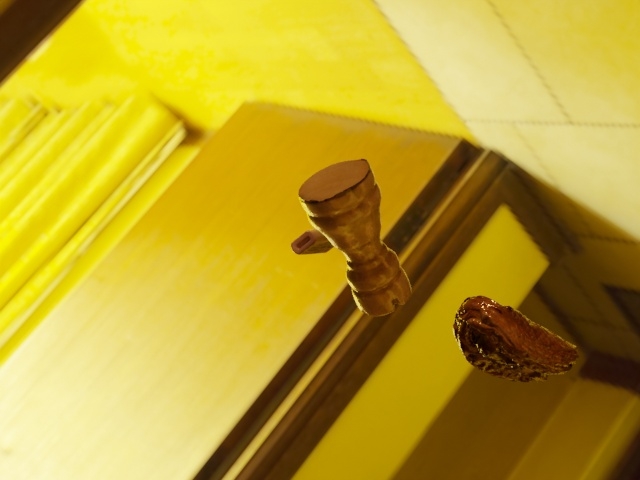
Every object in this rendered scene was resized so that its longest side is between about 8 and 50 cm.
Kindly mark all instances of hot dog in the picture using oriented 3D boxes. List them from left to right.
[{"bbox_3d":[0.322,0.173,1.925,0.227,0.099,0.160,23,160,-19],"label":"hot dog"}]

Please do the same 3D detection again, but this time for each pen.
[{"bbox_3d":[0.000,0.000,1.795,0.032,0.053,0.197,53,-165,7],"label":"pen"}]

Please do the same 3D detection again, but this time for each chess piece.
[{"bbox_3d":[0.032,0.002,0.942,0.066,0.066,0.122,14,133,53],"label":"chess piece"}]
